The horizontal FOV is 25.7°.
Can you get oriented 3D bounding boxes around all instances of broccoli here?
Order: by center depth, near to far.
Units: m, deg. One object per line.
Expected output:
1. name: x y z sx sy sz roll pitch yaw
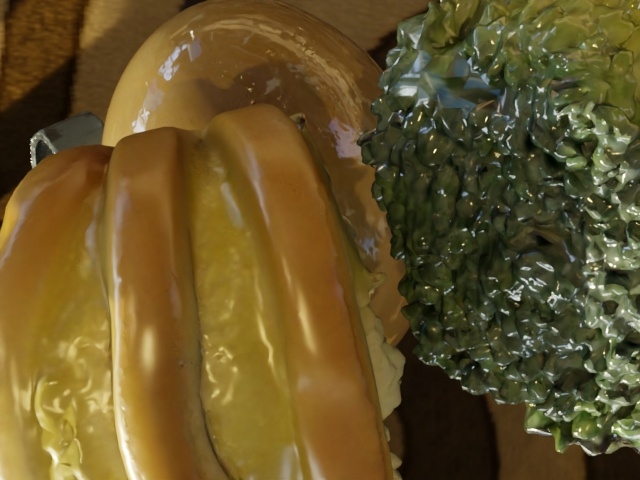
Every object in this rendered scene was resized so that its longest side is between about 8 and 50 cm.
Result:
1. broccoli: 0.187 -0.030 0.905 0.348 0.281 0.293 47 146 0

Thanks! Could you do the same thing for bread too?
1. bread: -0.073 0.083 0.853 0.270 0.211 0.316 -13 103 -18

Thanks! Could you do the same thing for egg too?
1. egg: -0.048 -0.037 1.267 0.301 0.301 0.374 -8 111 13

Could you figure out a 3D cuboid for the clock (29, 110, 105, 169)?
1. clock: -0.229 0.021 1.535 0.067 0.325 0.325 -21 94 -19
